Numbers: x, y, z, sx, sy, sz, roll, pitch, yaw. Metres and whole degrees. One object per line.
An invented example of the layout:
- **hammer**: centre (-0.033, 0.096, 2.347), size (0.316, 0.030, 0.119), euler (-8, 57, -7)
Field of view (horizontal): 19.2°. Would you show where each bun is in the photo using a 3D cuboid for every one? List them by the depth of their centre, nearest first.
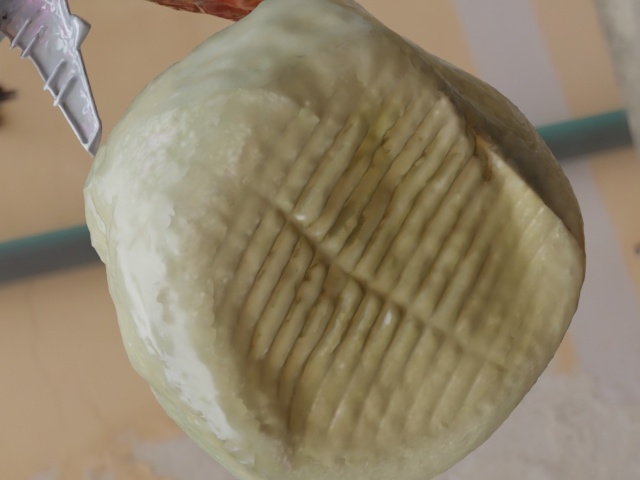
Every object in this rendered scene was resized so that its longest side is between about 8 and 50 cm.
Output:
- **bun**: centre (0.000, 0.000, 0.834), size (0.145, 0.229, 0.229), euler (13, 116, 56)

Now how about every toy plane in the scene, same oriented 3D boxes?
- **toy plane**: centre (-0.232, -0.170, 1.291), size (0.251, 0.255, 0.101), euler (35, -169, 18)

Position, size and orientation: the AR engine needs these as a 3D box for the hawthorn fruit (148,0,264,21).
- **hawthorn fruit**: centre (-0.062, -0.248, 1.116), size (0.262, 0.258, 0.258), euler (50, 174, -20)
